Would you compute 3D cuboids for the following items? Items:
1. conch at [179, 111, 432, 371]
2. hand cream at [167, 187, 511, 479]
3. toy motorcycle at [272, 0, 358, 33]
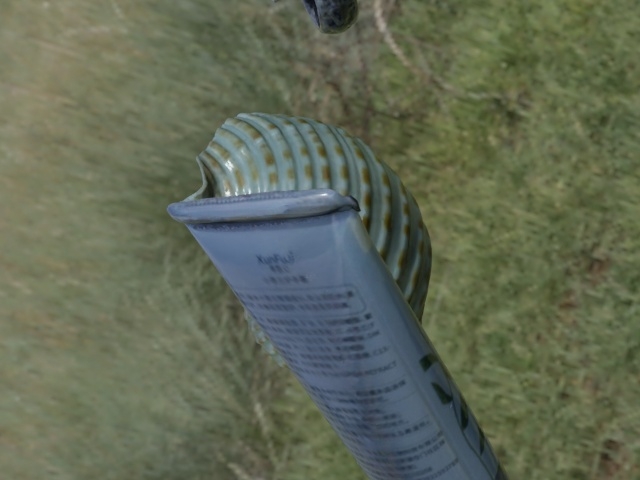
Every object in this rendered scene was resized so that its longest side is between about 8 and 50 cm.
[{"bbox_3d":[0.007,0.000,0.723,0.102,0.153,0.135,-7,44,25],"label":"conch"},{"bbox_3d":[0.028,0.069,0.597,0.088,0.256,0.055,0,48,37],"label":"hand cream"},{"bbox_3d":[-0.047,-0.281,0.905,0.340,0.108,0.223,-114,5,-51],"label":"toy motorcycle"}]
